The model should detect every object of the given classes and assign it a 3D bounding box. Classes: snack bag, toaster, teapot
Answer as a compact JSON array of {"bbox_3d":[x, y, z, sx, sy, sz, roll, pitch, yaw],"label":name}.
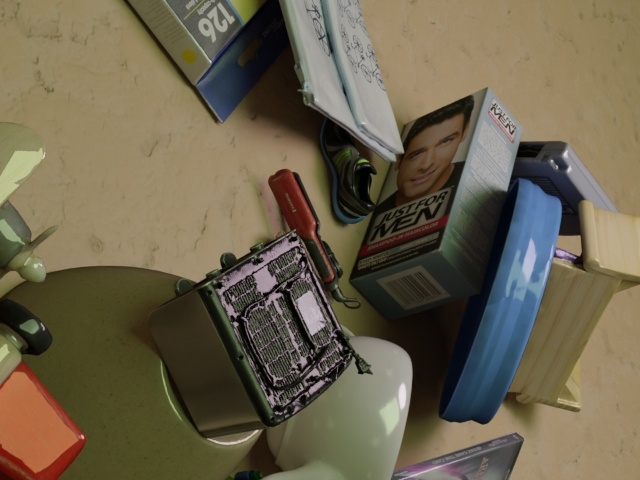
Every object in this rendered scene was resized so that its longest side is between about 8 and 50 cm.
[{"bbox_3d":[0.022,-0.307,1.775,0.342,0.037,0.323,25,48,-62],"label":"snack bag"},{"bbox_3d":[-0.063,0.102,1.173,0.168,0.110,0.185,-34,101,-50],"label":"toaster"},{"bbox_3d":[0.007,0.230,1.522,0.187,0.256,0.252,15,84,-2],"label":"teapot"}]

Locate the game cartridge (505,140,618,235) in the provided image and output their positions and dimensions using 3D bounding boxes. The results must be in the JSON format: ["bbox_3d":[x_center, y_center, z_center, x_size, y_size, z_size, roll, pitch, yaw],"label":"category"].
[{"bbox_3d":[0.370,-0.090,1.995,0.198,0.297,0.062,43,71,-28],"label":"game cartridge"}]

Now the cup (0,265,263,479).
[{"bbox_3d":[-0.191,0.166,1.274,0.331,0.237,0.331,22,60,-42],"label":"cup"}]

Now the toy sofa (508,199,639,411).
[{"bbox_3d":[0.409,0.113,1.924,0.177,0.362,0.150,13,43,-1],"label":"toy sofa"}]

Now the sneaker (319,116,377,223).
[{"bbox_3d":[0.051,-0.121,1.798,0.067,0.078,0.188,5,70,-48],"label":"sneaker"}]

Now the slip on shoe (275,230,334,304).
[{"bbox_3d":[-0.032,0.047,1.659,0.135,0.041,0.051,55,6,-25],"label":"slip on shoe"}]

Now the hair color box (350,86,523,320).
[{"bbox_3d":[0.194,-0.063,1.856,0.113,0.185,0.374,45,45,-26],"label":"hair color box"}]

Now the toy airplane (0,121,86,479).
[{"bbox_3d":[-0.429,0.076,1.057,0.386,0.272,0.384,-7,66,-14],"label":"toy airplane"}]

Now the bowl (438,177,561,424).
[{"bbox_3d":[0.277,0.100,1.762,0.077,0.391,0.391,19,51,4],"label":"bowl"}]

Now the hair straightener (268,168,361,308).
[{"bbox_3d":[0.000,0.000,1.687,0.230,0.047,0.089,59,11,8],"label":"hair straightener"}]

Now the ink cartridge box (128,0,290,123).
[{"bbox_3d":[-0.152,-0.378,1.678,0.307,0.072,0.303,51,42,-19],"label":"ink cartridge box"}]

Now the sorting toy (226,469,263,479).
[{"bbox_3d":[-0.093,0.326,1.476,0.102,0.042,0.061,26,56,-41],"label":"sorting toy"}]

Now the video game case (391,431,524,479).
[{"bbox_3d":[0.169,0.386,1.640,0.274,0.026,0.196,-7,122,-40],"label":"video game case"}]
